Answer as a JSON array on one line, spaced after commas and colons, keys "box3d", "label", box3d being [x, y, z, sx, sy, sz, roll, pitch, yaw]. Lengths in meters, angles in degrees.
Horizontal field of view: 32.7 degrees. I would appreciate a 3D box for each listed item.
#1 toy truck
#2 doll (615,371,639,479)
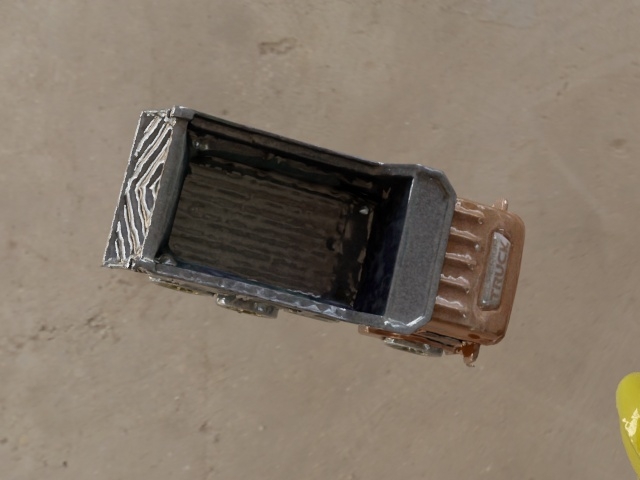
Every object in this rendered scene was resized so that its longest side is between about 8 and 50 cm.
[{"box3d": [0.000, 0.000, 0.514, 0.192, 0.092, 0.083, 15, 80, -13], "label": "toy truck"}, {"box3d": [0.301, 0.139, 0.645, 0.252, 0.237, 0.111, -121, 31, -48], "label": "doll"}]
